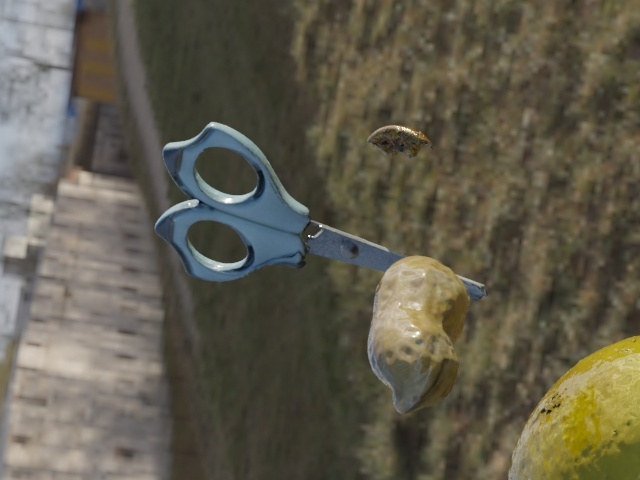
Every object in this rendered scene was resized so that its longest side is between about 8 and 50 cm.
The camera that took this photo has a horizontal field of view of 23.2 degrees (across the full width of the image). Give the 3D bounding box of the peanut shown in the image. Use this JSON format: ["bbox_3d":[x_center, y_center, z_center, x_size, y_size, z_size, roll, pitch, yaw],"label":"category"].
[{"bbox_3d":[0.078,0.068,1.206,0.174,0.080,0.080,-81,4,-58],"label":"peanut"}]

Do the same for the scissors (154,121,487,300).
[{"bbox_3d":[0.000,0.001,1.602,0.029,0.360,0.191,-58,-16,-54],"label":"scissors"}]

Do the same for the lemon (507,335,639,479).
[{"bbox_3d":[0.266,0.193,1.230,0.263,0.236,0.236,-45,22,16],"label":"lemon"}]

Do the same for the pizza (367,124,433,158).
[{"bbox_3d":[0.081,-0.101,1.609,0.083,0.016,0.037,8,124,42],"label":"pizza"}]
